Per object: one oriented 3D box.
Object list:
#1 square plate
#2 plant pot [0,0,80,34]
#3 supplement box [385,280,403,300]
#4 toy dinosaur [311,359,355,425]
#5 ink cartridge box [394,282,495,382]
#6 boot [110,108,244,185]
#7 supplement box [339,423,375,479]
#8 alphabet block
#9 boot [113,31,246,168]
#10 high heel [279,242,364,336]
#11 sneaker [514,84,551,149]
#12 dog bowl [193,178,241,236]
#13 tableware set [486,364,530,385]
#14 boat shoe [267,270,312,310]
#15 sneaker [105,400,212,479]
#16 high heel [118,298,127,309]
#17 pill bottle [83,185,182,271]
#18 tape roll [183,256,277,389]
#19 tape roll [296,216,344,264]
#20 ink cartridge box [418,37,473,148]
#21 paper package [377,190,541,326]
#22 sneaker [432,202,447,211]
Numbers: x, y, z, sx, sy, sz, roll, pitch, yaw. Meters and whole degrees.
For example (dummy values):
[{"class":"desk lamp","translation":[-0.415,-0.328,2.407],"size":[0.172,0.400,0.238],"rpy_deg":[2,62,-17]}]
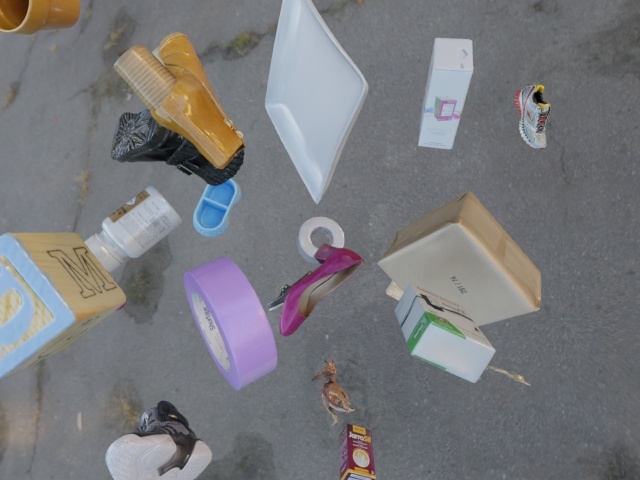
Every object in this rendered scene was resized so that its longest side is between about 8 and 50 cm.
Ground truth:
[{"class":"square plate","translation":[-0.021,-0.316,0.892],"size":[0.344,0.049,0.347],"rpy_deg":[63,152,24]},{"class":"plant pot","translation":[-0.785,-0.668,1.108],"size":[0.204,0.188,0.206],"rpy_deg":[6,109,17]},{"class":"supplement box","translation":[0.320,0.189,1.662],"size":[0.062,0.036,0.099],"rpy_deg":[28,103,-2]},{"class":"toy dinosaur","translation":[0.042,0.650,1.734],"size":[0.127,0.295,0.201],"rpy_deg":[-28,93,-2]},{"class":"ink cartridge box","translation":[0.261,0.193,0.889],"size":[0.152,0.208,0.087],"rpy_deg":[24,104,-7]},{"class":"boot","translation":[-0.403,-0.245,1.121],"size":[0.347,0.260,0.131],"rpy_deg":[9,84,43]},{"class":"supplement box","translation":[0.130,0.777,1.459],"size":[0.103,0.188,0.081],"rpy_deg":[18,118,-8]},{"class":"alphabet block","translation":[-0.536,0.110,0.767],"size":[0.192,0.197,0.194],"rpy_deg":[-36,92,1]},{"class":"boot","translation":[-0.213,-0.233,0.694],"size":[0.104,0.211,0.295],"rpy_deg":[-36,26,14]},{"class":"high heel","translation":[-0.002,0.187,1.419],"size":[0.181,0.127,0.378],"rpy_deg":[20,80,39]},{"class":"sneaker","translation":[0.739,-0.425,1.391],"size":[0.092,0.087,0.226],"rpy_deg":[-13,89,64]},{"class":"dog bowl","translation":[-0.476,-0.164,1.850],"size":[0.165,0.074,0.298],"rpy_deg":[22,78,-3]},{"class":"tableware set","translation":[0.542,0.401,1.240],"size":[0.168,0.140,0.020],"rpy_deg":[167,123,-72]},{"class":"boat shoe","translation":[-0.116,0.201,1.607],"size":[0.227,0.081,0.069],"rpy_deg":[-29,87,-19]},{"class":"sneaker","translation":[-0.336,0.396,0.802],"size":[0.153,0.269,0.101],"rpy_deg":[34,76,34]},{"class":"high heel","translation":[-0.792,0.214,1.367],"size":[0.117,0.243,0.082],"rpy_deg":[-30,59,38]},{"class":"pill bottle","translation":[-0.501,-0.028,1.082],"size":[0.229,0.131,0.131],"rpy_deg":[-42,58,-15]},{"class":"tape roll","translation":[-0.201,0.178,0.884],"size":[0.274,0.090,0.275],"rpy_deg":[38,140,42]},{"class":"tape roll","translation":[0.000,0.000,1.906],"size":[0.218,0.072,0.220],"rpy_deg":[4,66,-9]},{"class":"ink cartridge box","translation":[0.175,-0.207,0.573],"size":[0.052,0.123,0.089],"rpy_deg":[8,51,7]},{"class":"paper package","translation":[0.386,0.080,1.145],"size":[0.325,0.168,0.309],"rpy_deg":[46,137,-8]},{"class":"sneaker","translation":[0.366,-0.044,1.377],"size":[0.235,0.094,0.090],"rpy_deg":[-46,69,14]}]
